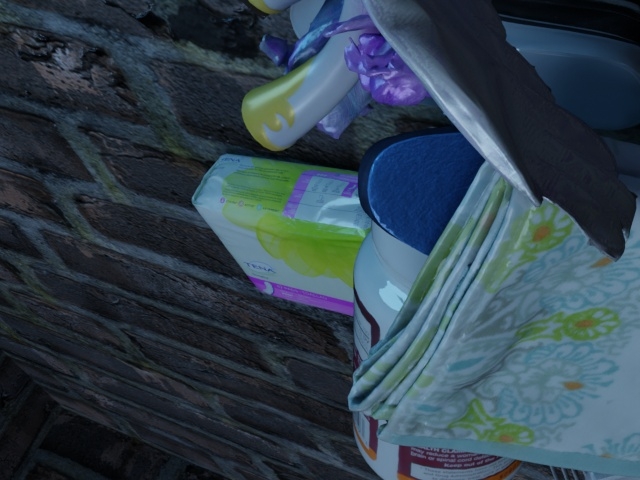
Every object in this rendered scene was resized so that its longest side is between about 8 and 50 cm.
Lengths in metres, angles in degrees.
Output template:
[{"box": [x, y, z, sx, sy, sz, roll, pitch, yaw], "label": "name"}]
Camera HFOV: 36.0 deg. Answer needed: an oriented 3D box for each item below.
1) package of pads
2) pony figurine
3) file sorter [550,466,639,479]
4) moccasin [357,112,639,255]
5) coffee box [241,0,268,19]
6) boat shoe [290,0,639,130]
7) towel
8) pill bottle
[{"box": [0.000, 0.000, 1.285, 0.297, 0.101, 0.229, 10, 149, 33], "label": "package of pads"}, {"box": [0.039, -0.178, 0.509, 0.351, 0.303, 0.363, 44, 148, -13], "label": "pony figurine"}, {"box": [0.377, 0.230, 1.183, 0.193, 0.173, 0.277, -15, 146, 0], "label": "file sorter"}, {"box": [0.186, -0.035, 0.861, 0.342, 0.137, 0.117, 7, -162, -19], "label": "moccasin"}, {"box": [-0.009, -0.303, 0.708, 0.168, 0.118, 0.297, 37, 153, -19], "label": "coffee box"}, {"box": [0.130, -0.180, 0.816, 0.306, 0.105, 0.113, 12, 146, 19], "label": "boat shoe"}, {"box": [0.244, 0.072, 0.809, 0.375, 0.090, 0.320, 9, 134, -18], "label": "towel"}, {"box": [0.147, 0.092, 1.090, 0.224, 0.224, 0.392, 19, 137, 20], "label": "pill bottle"}]
